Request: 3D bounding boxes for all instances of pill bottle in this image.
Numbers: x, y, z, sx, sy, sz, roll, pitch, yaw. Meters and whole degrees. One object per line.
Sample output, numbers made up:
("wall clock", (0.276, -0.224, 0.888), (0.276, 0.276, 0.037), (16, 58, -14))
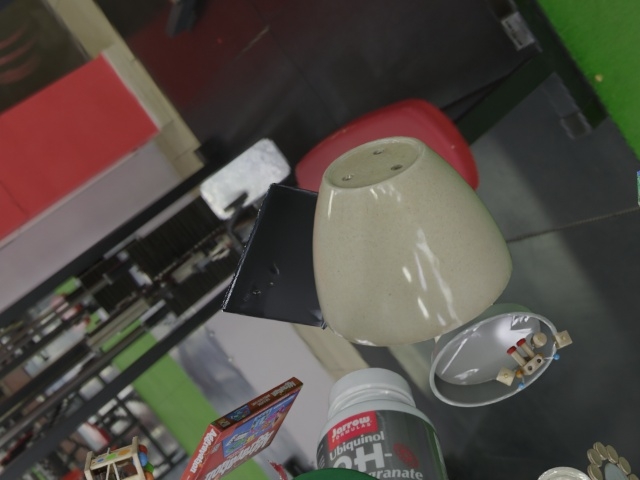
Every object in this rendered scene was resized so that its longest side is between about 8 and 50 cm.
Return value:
("pill bottle", (0.085, 0.330, 1.081), (0.318, 0.176, 0.176), (-97, -11, -55))

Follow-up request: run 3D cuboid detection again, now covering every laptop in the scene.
("laptop", (0.000, 0.000, 1.962), (0.236, 0.408, 0.382), (30, 122, 8))

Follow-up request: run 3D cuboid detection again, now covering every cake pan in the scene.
("cake pan", (0.366, 0.244, 1.723), (0.054, 0.293, 0.293), (-112, 6, -47))

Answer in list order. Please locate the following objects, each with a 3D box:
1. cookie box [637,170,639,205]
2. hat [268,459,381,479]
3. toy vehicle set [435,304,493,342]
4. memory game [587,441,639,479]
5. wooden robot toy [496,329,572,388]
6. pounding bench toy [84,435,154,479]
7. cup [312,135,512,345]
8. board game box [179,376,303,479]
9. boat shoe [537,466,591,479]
("cookie box", (0.668, -0.107, 1.556), (0.107, 0.092, 0.040), (58, -170, -50))
("hat", (-0.013, 0.286, 0.644), (0.173, 0.208, 0.183), (47, 140, 4))
("toy vehicle set", (0.368, 0.207, 2.051), (0.035, 0.166, 0.267), (40, 151, 61))
("memory game", (0.585, 0.485, 1.570), (0.186, 0.186, 0.012), (49, 124, -1))
("wooden robot toy", (0.422, 0.237, 1.618), (0.076, 0.173, 0.079), (51, 172, 15))
("pounding bench toy", (-0.216, 0.271, 0.887), (0.052, 0.065, 0.083), (-146, 40, -76))
("cup", (0.121, -0.027, 1.292), (0.331, 0.331, 0.237), (14, 134, 48))
("board game box", (-0.128, 0.322, 1.318), (0.027, 0.281, 0.145), (35, 108, 18))
("boat shoe", (0.318, 0.463, 1.039), (0.116, 0.324, 0.097), (-1, 164, 14))
